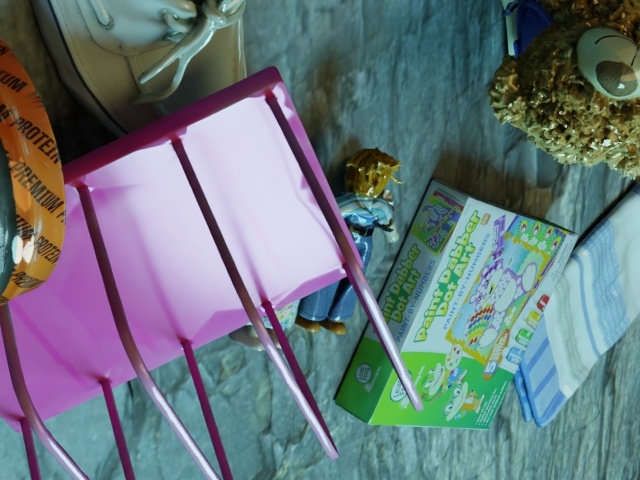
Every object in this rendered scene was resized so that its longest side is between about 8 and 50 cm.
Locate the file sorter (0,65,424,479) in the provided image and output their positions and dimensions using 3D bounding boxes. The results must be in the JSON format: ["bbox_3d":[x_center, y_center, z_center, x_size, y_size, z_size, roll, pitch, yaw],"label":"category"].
[{"bbox_3d":[-0.103,0.069,0.804,0.290,0.182,0.202,-26,137,0],"label":"file sorter"}]

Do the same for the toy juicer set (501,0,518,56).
[{"bbox_3d":[0.270,-0.306,1.162,0.329,0.089,0.209,-52,142,-10],"label":"toy juicer set"}]

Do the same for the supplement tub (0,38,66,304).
[{"bbox_3d":[-0.308,-0.001,0.592,0.338,0.207,0.207,-21,128,-41],"label":"supplement tub"}]

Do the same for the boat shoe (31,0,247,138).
[{"bbox_3d":[-0.094,-0.174,0.769,0.136,0.156,0.367,-41,138,-24],"label":"boat shoe"}]

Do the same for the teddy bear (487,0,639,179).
[{"bbox_3d":[0.267,-0.222,0.995,0.338,0.113,0.245,-49,114,-14],"label":"teddy bear"}]

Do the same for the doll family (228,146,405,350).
[{"bbox_3d":[0.000,0.000,1.022,0.263,0.118,0.163,-4,116,-48],"label":"doll family"}]

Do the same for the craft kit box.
[{"bbox_3d":[0.150,0.077,1.303,0.246,0.061,0.250,14,102,-49],"label":"craft kit box"}]

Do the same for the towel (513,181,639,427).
[{"bbox_3d":[0.337,0.082,1.537,0.285,0.034,0.209,-44,139,-21],"label":"towel"}]

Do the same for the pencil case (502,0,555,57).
[{"bbox_3d":[0.323,-0.191,1.147,0.306,0.133,0.119,-14,112,-13],"label":"pencil case"}]
